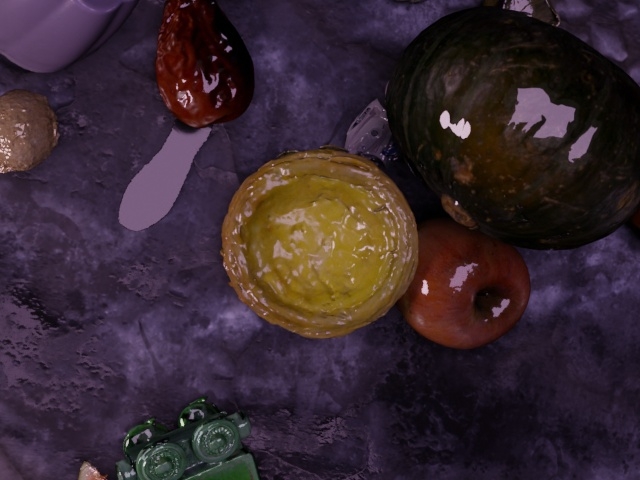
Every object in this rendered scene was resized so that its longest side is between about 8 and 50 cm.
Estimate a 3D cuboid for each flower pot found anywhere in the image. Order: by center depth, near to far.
[{"bbox_3d":[-0.398,-0.407,1.419,0.265,0.243,0.265,1,89,-36],"label":"flower pot"}]

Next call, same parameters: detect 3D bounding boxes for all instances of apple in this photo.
[{"bbox_3d":[0.245,0.070,1.666,0.253,0.253,0.254,-1,92,-15],"label":"apple"}]

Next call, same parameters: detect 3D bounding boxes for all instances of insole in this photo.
[{"bbox_3d":[-0.269,-0.126,1.625,0.086,0.005,0.253,33,85,-14],"label":"insole"}]

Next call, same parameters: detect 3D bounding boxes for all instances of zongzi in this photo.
[{"bbox_3d":[0.316,-0.450,1.725,0.204,0.094,0.205,-27,95,-3],"label":"zongzi"}]

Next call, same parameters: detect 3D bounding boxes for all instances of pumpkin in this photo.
[{"bbox_3d":[0.317,-0.174,1.495,0.454,0.454,0.344,31,96,-14],"label":"pumpkin"}]

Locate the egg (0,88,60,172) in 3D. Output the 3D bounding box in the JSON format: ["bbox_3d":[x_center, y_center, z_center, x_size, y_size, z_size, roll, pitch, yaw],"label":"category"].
[{"bbox_3d":[-0.492,-0.179,1.514,0.116,0.118,0.140,21,74,-57],"label":"egg"}]

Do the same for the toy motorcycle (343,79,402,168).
[{"bbox_3d":[0.104,-0.192,1.681,0.112,0.112,0.254,24,88,-14],"label":"toy motorcycle"}]

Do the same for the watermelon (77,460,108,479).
[{"bbox_3d":[-0.335,0.485,1.567,0.245,0.119,0.063,51,37,11],"label":"watermelon"}]

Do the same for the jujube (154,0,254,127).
[{"bbox_3d":[-0.201,-0.310,1.560,0.168,0.168,0.237,-12,92,-14],"label":"jujube"}]

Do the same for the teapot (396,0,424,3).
[{"bbox_3d":[0.155,-0.531,1.682,0.107,0.077,0.200,-22,97,-9],"label":"teapot"}]

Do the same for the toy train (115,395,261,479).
[{"bbox_3d":[-0.224,0.393,1.590,0.243,0.132,0.188,-18,103,-21],"label":"toy train"}]

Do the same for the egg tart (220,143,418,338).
[{"bbox_3d":[0.000,0.000,1.607,0.345,0.132,0.346,1,99,8],"label":"egg tart"}]

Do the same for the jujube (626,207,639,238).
[{"bbox_3d":[0.731,-0.107,1.796,0.290,0.197,0.197,-40,101,5],"label":"jujube"}]
